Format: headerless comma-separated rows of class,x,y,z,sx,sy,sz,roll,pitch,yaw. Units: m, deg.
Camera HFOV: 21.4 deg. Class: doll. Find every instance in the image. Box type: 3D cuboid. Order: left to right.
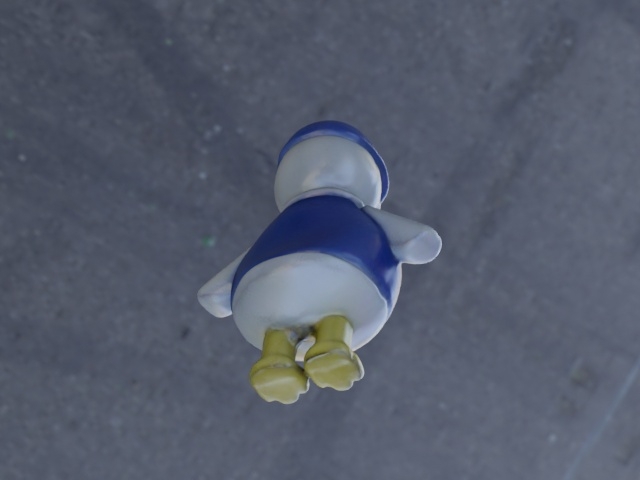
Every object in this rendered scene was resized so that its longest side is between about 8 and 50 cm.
doll,0.000,0.000,0.646,0.143,0.098,0.058,-84,151,-49
